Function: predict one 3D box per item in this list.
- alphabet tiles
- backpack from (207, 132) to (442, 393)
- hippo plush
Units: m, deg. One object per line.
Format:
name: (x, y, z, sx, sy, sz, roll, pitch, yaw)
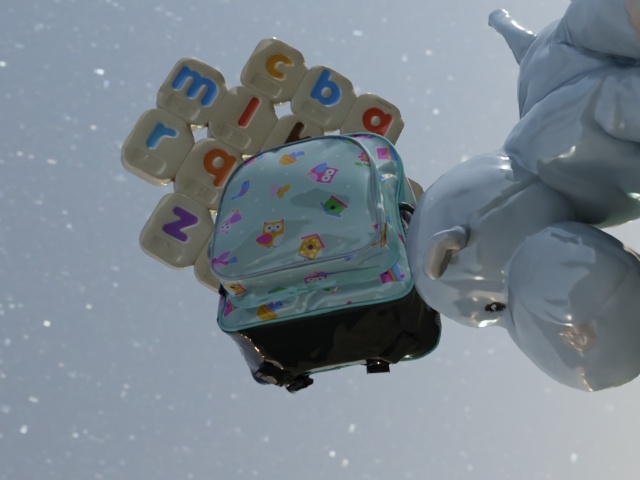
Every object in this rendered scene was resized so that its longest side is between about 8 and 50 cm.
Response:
alphabet tiles: (-0.041, -0.059, 1.156, 0.278, 0.284, 0.021, -63, 4, -29)
backpack: (0.000, 0.000, 0.926, 0.188, 0.165, 0.144, -88, -22, -50)
hippo plush: (0.159, -0.047, 0.741, 0.236, 0.294, 0.234, -48, -18, -13)
